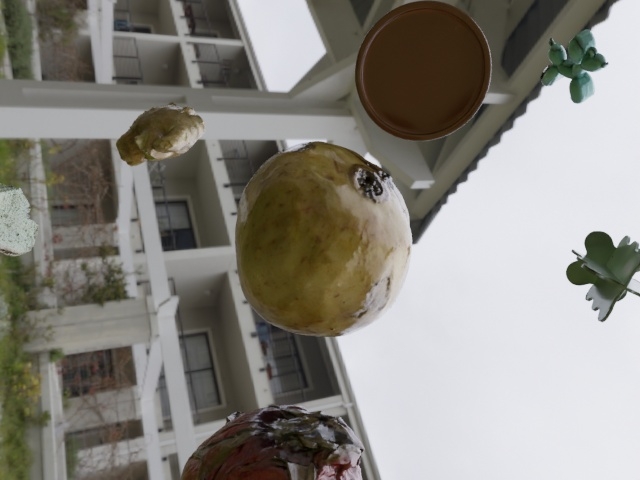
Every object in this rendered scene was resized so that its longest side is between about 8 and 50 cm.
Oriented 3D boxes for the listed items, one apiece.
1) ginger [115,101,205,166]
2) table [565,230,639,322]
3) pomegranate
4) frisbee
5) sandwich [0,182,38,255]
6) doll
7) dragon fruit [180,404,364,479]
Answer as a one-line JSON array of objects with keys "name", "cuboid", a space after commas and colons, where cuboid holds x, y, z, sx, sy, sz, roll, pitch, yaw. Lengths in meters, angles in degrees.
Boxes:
[{"name": "ginger", "cuboid": [-0.332, -0.215, 1.118, 0.216, 0.157, 0.102, 5, -40, 38]}, {"name": "table", "cuboid": [0.601, 0.074, 1.112, 0.198, 0.167, 0.166, -31, 123, -70]}, {"name": "pomegranate", "cuboid": [0.000, 0.000, 0.725, 0.260, 0.261, 0.260, 176, -90, -66]}, {"name": "frisbee", "cuboid": [0.189, -0.312, 1.017, 0.021, 0.251, 0.250, -51, 146, -71]}, {"name": "sandwich", "cuboid": [-0.426, -0.027, 0.738, 0.105, 0.036, 0.093, 56, 43, -69]}, {"name": "doll", "cuboid": [0.551, -0.378, 1.177, 0.159, 0.059, 0.158, 51, -10, 43]}, {"name": "dragon fruit", "cuboid": [-0.030, 0.247, 0.589, 0.223, 0.219, 0.148, -60, 175, -67]}]
